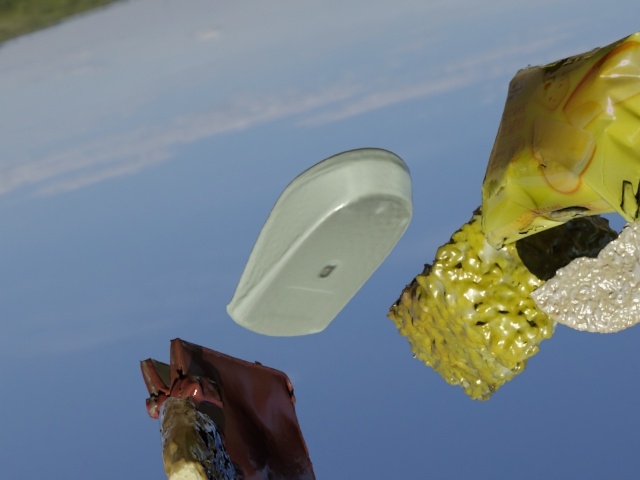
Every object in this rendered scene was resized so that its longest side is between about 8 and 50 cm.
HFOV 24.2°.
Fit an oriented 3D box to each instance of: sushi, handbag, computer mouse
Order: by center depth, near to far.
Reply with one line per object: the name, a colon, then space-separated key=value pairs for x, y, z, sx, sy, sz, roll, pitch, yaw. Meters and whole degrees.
computer mouse: x=0.000 y=0.000 z=1.428 sx=0.128 sy=0.079 sz=0.231 roll=15 pitch=124 yaw=-42
handbag: x=-0.099 y=0.266 z=1.811 sx=0.084 sy=0.260 sz=0.275 roll=-27 pitch=152 yaw=20
sushi: x=0.303 y=0.060 z=2.439 sx=0.351 sy=0.240 sz=0.396 roll=-48 pitch=173 yaw=-22

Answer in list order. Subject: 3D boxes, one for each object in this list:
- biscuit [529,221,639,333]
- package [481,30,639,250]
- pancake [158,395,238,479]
biscuit: x=0.438 y=0.055 z=2.163 sx=0.250 sy=0.133 sz=0.032 roll=-35 pitch=177 yaw=-3
package: x=0.202 y=-0.081 z=1.152 sx=0.090 sy=0.168 sz=0.226 roll=22 pitch=164 yaw=-26
pancake: x=-0.106 y=0.264 z=1.456 sx=0.057 sy=0.245 sz=0.266 roll=-16 pitch=-163 yaw=-1
